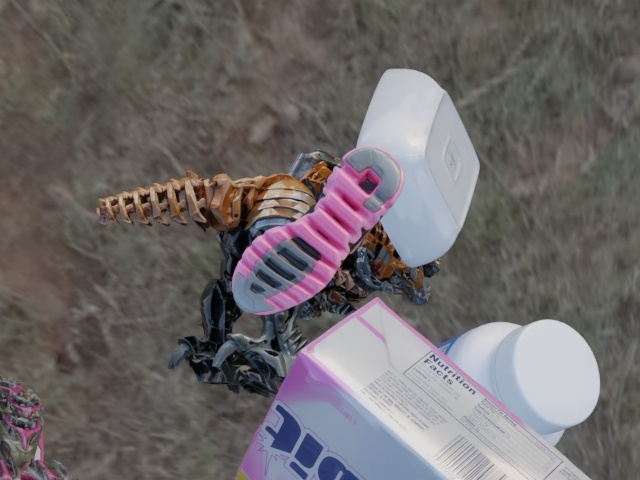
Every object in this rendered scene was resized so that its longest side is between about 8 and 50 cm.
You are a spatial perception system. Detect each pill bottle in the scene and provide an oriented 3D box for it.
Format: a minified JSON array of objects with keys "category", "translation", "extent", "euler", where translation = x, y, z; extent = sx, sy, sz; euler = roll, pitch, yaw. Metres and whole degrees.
[{"category":"pill bottle","translation":[0.138,0.141,1.473],"extent":[0.124,0.221,0.124],"euler":[12,66,-30]}]

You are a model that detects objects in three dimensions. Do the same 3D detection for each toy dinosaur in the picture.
[{"category":"toy dinosaur","translation":[-0.044,0.019,1.481],"extent":[0.322,0.164,0.218],"euler":[11,78,-11]}]

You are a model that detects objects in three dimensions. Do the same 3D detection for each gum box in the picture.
[{"category":"gum box","translation":[0.051,0.124,0.768],"extent":[0.188,0.062,0.107],"euler":[41,132,16]}]

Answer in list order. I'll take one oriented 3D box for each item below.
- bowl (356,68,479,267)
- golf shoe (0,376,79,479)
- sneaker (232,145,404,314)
[{"category":"bowl","translation":[0.090,-0.064,1.444],"extent":[0.053,0.142,0.142],"euler":[-7,39,27]},{"category":"golf shoe","translation":[-0.198,0.149,1.035],"extent":[0.067,0.186,0.086],"euler":[5,115,-26]},{"category":"sneaker","translation":[0.000,0.000,0.955],"extent":[0.119,0.057,0.047],"euler":[-42,83,-7]}]
